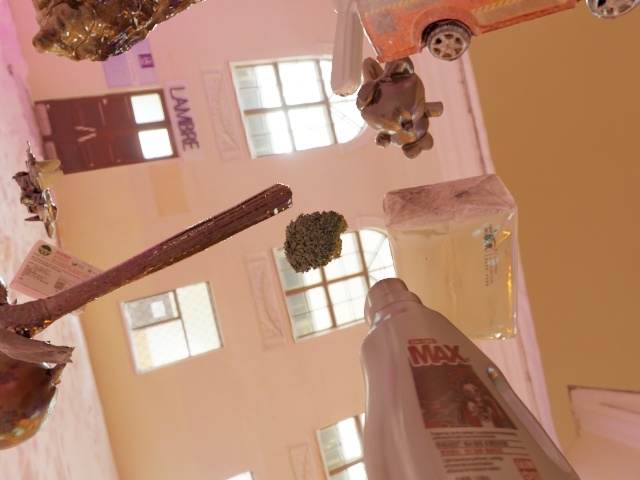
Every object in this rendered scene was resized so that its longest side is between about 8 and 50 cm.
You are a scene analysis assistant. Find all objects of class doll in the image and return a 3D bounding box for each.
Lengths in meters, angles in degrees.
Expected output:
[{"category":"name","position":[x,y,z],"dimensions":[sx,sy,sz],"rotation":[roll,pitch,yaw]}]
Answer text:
[{"category":"doll","position":[0.216,-0.480,1.666],"dimensions":[0.378,0.252,0.382],"rotation":[44,0,38]}]

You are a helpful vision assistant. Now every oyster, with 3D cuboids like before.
[{"category":"oyster","position":[-0.307,-0.418,0.711],"dimensions":[0.221,0.361,0.096],"rotation":[48,-30,-16]}]

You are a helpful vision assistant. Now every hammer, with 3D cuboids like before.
[{"category":"hammer","position":[-0.150,0.012,0.458],"dimensions":[0.125,0.297,0.027],"rotation":[36,-37,36]}]

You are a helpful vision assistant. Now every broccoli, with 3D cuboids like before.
[{"category":"broccoli","position":[0.000,0.000,1.436],"dimensions":[0.219,0.194,0.194],"rotation":[-45,-127,24]}]

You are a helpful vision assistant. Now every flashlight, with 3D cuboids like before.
[{"category":"flashlight","position":[0.052,-0.344,0.818],"dimensions":[0.093,0.047,0.201],"rotation":[18,-74,55]}]

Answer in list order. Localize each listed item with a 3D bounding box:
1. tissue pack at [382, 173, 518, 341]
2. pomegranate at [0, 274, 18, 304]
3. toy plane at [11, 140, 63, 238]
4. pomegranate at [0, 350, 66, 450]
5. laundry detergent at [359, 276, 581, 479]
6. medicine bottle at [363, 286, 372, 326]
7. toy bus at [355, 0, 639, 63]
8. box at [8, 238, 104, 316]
[{"category":"tissue pack","position":[0.317,0.057,1.196],"dimensions":[0.207,0.296,0.381],"rotation":[-85,163,-59]},{"category":"pomegranate","position":[-0.799,0.138,1.140],"dimensions":[0.169,0.148,0.149],"rotation":[83,-19,-48]},{"category":"toy plane","position":[-0.625,-0.086,1.075],"dimensions":[0.192,0.088,0.262],"rotation":[58,-43,29]},{"category":"pomegranate","position":[-0.503,0.240,0.720],"dimensions":[0.156,0.220,0.157],"rotation":[11,-75,44]},{"category":"laundry detergent","position":[0.158,0.204,0.621],"dimensions":[0.398,0.263,0.125],"rotation":[-107,-147,-51]},{"category":"medicine bottle","position":[0.270,0.216,1.469],"dimensions":[0.143,0.257,0.144],"rotation":[-169,-90,-72]},{"category":"toy bus","position":[0.108,-0.158,0.262],"dimensions":[0.192,0.077,0.065],"rotation":[-4,-123,34]},{"category":"box","position":[-0.464,0.068,0.860],"dimensions":[0.043,0.125,0.089],"rotation":[-25,-140,41]}]
